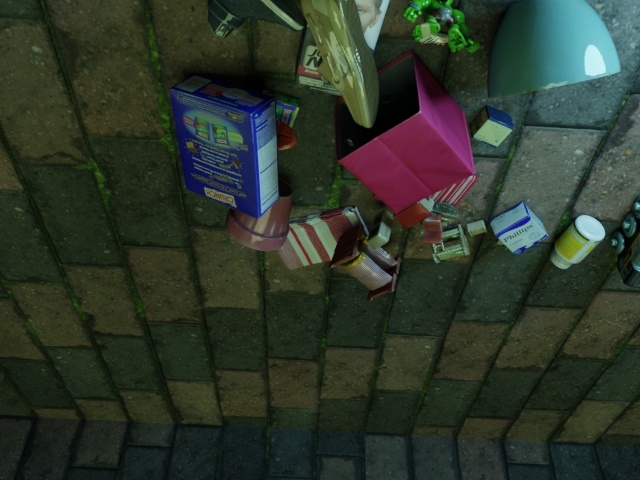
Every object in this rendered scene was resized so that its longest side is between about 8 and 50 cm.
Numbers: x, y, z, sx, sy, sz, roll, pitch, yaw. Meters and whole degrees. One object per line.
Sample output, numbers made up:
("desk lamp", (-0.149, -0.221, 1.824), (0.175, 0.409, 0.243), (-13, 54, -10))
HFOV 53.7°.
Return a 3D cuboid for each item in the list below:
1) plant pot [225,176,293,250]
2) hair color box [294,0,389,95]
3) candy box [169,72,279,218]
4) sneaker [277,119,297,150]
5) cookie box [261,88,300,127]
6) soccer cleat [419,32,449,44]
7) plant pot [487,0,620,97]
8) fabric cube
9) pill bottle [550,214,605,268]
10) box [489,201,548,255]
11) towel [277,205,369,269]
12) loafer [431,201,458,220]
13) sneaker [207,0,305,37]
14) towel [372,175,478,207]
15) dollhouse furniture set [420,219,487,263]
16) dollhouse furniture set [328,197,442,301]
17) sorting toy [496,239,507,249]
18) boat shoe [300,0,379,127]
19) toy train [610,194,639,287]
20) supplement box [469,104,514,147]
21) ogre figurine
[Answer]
("plant pot", (-0.172, -0.098, 1.940), (0.201, 0.201, 0.180), (16, 122, -16))
("hair color box", (0.051, -0.514, 1.487), (0.173, 0.105, 0.347), (8, 139, -8))
("candy box", (-0.247, -0.250, 1.682), (0.268, 0.122, 0.317), (22, 133, 24))
("sneaker", (-0.134, -0.279, 1.766), (0.221, 0.087, 0.128), (14, 176, 33))
("cookie box", (-0.119, -0.357, 1.730), (0.107, 0.040, 0.092), (14, 140, -12))
("soccer cleat", (0.283, -0.501, 1.551), (0.083, 0.029, 0.036), (0, 144, 10))
("plant pot", (0.515, -0.453, 1.442), (0.290, 0.290, 0.196), (-10, 102, 14))
("fabric cube", (0.215, -0.276, 1.648), (0.259, 0.254, 0.258), (-28, 133, 30))
("pill bottle", (0.836, 0.011, 2.071), (0.103, 0.103, 0.184), (12, 139, -11))
("box", (0.641, -0.037, 2.039), (0.126, 0.072, 0.137), (-35, 127, 27))
("towel", (0.000, 0.000, 2.153), (0.328, 0.037, 0.237), (-13, 138, 17))
("loafer", (0.357, -0.090, 1.970), (0.147, 0.056, 0.050), (14, 137, -2))
("sneaker", (-0.159, -0.520, 1.474), (0.226, 0.086, 0.163), (36, 125, -5))
("towel", (0.316, -0.169, 1.941), (0.274, 0.031, 0.199), (15, 136, -18))
("dollhouse furniture set", (0.434, -0.013, 2.035), (0.181, 0.101, 0.161), (-17, 151, 22))
("dollhouse furniture set", (0.227, 0.022, 1.974), (0.201, 0.152, 0.374), (39, 135, -20))
("sorting toy", (0.630, 0.003, 2.142), (0.061, 0.012, 0.083), (5, 137, -9))
("boat shoe", (0.051, -0.411, 1.442), (0.110, 0.122, 0.341), (-2, 128, 24))
("toy train", (1.031, -0.002, 1.978), (0.142, 0.190, 0.334), (3, 140, -2))
("supplement box", (0.471, -0.313, 1.741), (0.083, 0.056, 0.083), (18, 137, -18))
("ogre figurine", (0.279, -0.512, 1.467), (0.196, 0.118, 0.097), (7, 144, -3))
